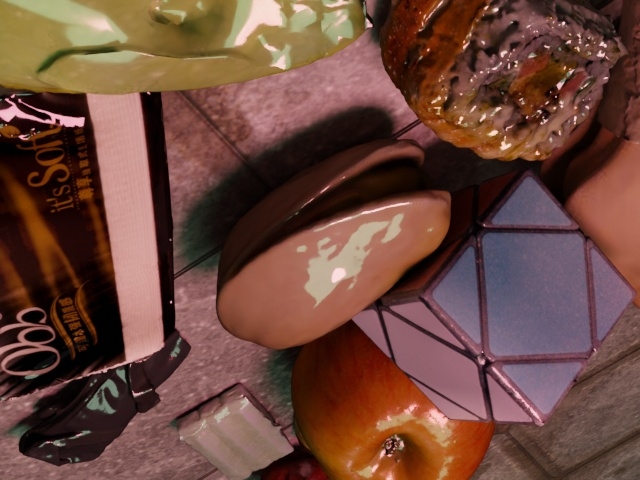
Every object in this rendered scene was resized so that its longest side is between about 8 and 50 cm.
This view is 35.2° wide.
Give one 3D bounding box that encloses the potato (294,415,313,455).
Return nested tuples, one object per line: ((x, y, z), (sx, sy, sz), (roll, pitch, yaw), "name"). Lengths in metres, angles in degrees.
((0.005, 0.281, 1.560), (0.096, 0.066, 0.103), (-26, 145, -8), "potato")

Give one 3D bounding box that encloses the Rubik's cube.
((0.189, 0.070, 1.153), (0.205, 0.205, 0.207), (-48, -168, -23), "Rubik's cube")

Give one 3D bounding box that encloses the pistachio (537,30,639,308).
((0.445, -0.084, 1.200), (0.365, 0.281, 0.446), (-10, 132, -2), "pistachio")

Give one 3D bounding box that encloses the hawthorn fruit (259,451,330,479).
((-0.024, 0.416, 1.663), (0.148, 0.148, 0.172), (-41, 163, 20), "hawthorn fruit")

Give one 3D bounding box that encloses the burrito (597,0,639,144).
((0.327, -0.206, 1.010), (0.060, 0.226, 0.087), (9, -176, -6), "burrito")

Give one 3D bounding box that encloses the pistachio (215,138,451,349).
((0.000, 0.000, 1.074), (0.288, 0.166, 0.197), (-42, 154, 18), "pistachio")

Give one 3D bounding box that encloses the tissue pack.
((-0.226, -0.059, 0.808), (0.198, 0.210, 0.370), (-12, 143, -15), "tissue pack")

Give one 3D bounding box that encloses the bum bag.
((-0.264, 0.200, 1.266), (0.248, 0.060, 0.123), (-42, 143, 21), "bum bag")

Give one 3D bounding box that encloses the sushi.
((0.171, -0.181, 0.972), (0.274, 0.139, 0.184), (12, 129, -48), "sushi")

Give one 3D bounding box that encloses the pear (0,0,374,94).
((-0.162, -0.247, 0.573), (0.318, 0.239, 0.342), (-18, 133, 7), "pear")

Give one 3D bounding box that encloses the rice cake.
((-0.121, 0.292, 1.506), (0.127, 0.043, 0.237), (-29, 148, 1), "rice cake")

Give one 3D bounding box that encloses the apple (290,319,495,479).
((0.109, 0.219, 1.361), (0.301, 0.302, 0.301), (-18, 146, -13), "apple")
